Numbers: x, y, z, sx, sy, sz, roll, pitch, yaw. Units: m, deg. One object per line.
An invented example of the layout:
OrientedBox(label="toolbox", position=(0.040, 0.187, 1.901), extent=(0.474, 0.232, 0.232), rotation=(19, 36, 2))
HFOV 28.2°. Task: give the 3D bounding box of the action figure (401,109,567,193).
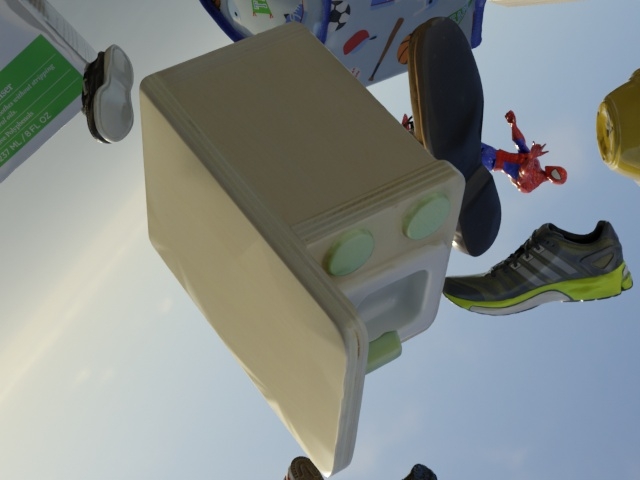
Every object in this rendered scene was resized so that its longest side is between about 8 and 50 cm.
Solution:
OrientedBox(label="action figure", position=(0.263, -0.158, 2.019), extent=(0.139, 0.280, 0.091), rotation=(101, 8, -48))

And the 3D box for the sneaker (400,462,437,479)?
OrientedBox(label="sneaker", position=(0.097, 0.331, 1.557), extent=(0.089, 0.051, 0.170), rotation=(-55, 171, 23))

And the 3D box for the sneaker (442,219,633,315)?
OrientedBox(label="sneaker", position=(0.333, 0.037, 1.999), extent=(0.300, 0.121, 0.111), rotation=(-10, -164, 1))

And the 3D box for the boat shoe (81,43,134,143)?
OrientedBox(label="boat shoe", position=(-0.194, -0.125, 1.132), extent=(0.038, 0.046, 0.125), rotation=(-28, -137, 22))

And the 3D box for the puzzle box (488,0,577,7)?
OrientedBox(label="puzzle box", position=(0.395, -0.479, 1.799), extent=(0.409, 0.052, 0.272), rotation=(10, -91, 60))

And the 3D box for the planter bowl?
OrientedBox(label="planter bowl", position=(0.476, -0.168, 1.943), extent=(0.217, 0.090, 0.217), rotation=(175, -90, -87))

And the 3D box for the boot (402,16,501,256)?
OrientedBox(label="boot", position=(0.125, -0.120, 1.472), extent=(0.115, 0.305, 0.112), rotation=(20, -133, 38))

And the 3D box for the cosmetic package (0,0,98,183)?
OrientedBox(label="cosmetic package", position=(-0.451, -0.269, 1.515), extent=(0.197, 0.365, 0.155), rotation=(-42, -155, 6))

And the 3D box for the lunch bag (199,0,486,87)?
OrientedBox(label="lunch bag", position=(0.004, -0.407, 1.784), extent=(0.328, 0.385, 0.239), rotation=(-21, 139, -32))

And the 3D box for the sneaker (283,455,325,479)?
OrientedBox(label="sneaker", position=(-0.009, 0.299, 1.377), extent=(0.042, 0.118, 0.067), rotation=(-9, 147, -30))

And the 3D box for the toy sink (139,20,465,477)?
OrientedBox(label="toy sink", position=(0.000, 0.000, 0.799), extent=(0.131, 0.234, 0.153), rotation=(-25, 144, -23))
